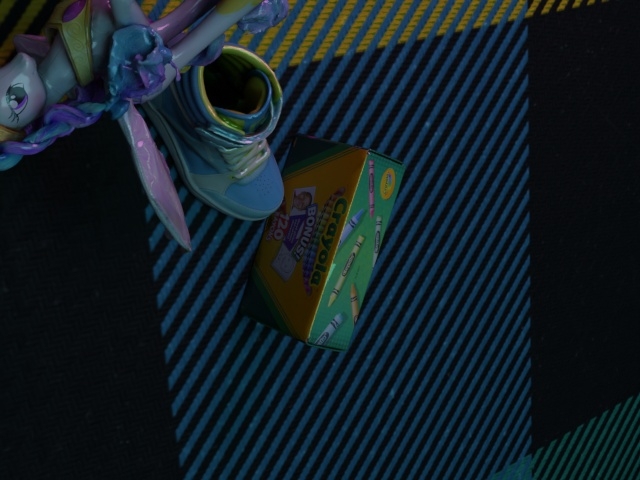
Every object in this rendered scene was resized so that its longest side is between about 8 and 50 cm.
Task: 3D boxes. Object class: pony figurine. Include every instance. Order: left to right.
[{"bbox_3d":[-0.201,-0.183,1.074,0.363,0.303,0.351,-44,161,-1],"label":"pony figurine"}]

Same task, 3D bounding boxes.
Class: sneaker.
[{"bbox_3d":[-0.104,-0.128,1.323,0.127,0.208,0.319,-51,129,-18],"label":"sneaker"}]

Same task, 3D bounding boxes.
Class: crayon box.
[{"bbox_3d":[0.000,0.000,1.472,0.081,0.165,0.278,17,91,-41],"label":"crayon box"}]
